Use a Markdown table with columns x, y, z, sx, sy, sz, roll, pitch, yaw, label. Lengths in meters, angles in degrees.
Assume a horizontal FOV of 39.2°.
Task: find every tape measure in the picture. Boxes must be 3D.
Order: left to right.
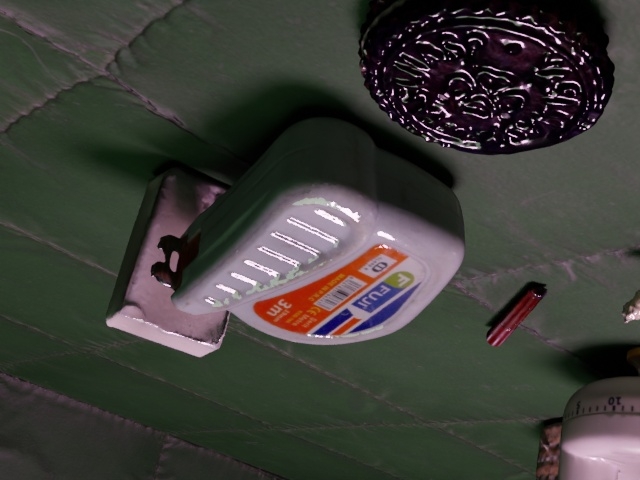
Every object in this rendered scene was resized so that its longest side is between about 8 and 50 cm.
| x | y | z | sx | sy | sz | roll | pitch | yaw | label |
| --- | --- | --- | --- | --- | --- | --- | --- | --- | --- |
| -0.001 | 0.000 | 0.889 | 0.246 | 0.125 | 0.243 | 24 | 137 | -28 | tape measure |

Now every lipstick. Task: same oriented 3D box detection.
| x | y | z | sx | sy | sz | roll | pitch | yaw | label |
| --- | --- | --- | --- | --- | --- | --- | --- | --- | --- |
| 0.244 | 0.094 | 1.125 | 0.027 | 0.027 | 0.176 | 14 | 155 | -1 | lipstick |

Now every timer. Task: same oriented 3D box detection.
| x | y | z | sx | sy | sz | roll | pitch | yaw | label |
| --- | --- | --- | --- | --- | --- | --- | --- | --- | --- |
| 0.428 | 0.284 | 1.178 | 0.233 | 0.240 | 0.233 | 12 | 156 | 5 | timer |

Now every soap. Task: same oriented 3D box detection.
| x | y | z | sx | sy | sz | roll | pitch | yaw | label |
| --- | --- | --- | --- | --- | --- | --- | --- | --- | --- |
| -0.148 | 0.021 | 0.977 | 0.121 | 0.183 | 0.064 | 24 | 154 | -23 | soap |

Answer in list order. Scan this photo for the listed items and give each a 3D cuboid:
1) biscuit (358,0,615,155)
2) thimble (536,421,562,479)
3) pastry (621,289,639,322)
| x | y | z | sx | sy | sz | roll | pitch | yaw | label |
| --- | --- | --- | --- | --- | --- | --- | --- | --- | --- |
| 0.120 | -0.127 | 0.670 | 0.194 | 0.053 | 0.194 | 11 | 155 | 5 | biscuit |
| 0.479 | 0.393 | 1.510 | 0.229 | 0.148 | 0.196 | 1 | 153 | 23 | thimble |
| 0.449 | 0.080 | 0.904 | 0.258 | 0.089 | 0.121 | 18 | 154 | -12 | pastry |
